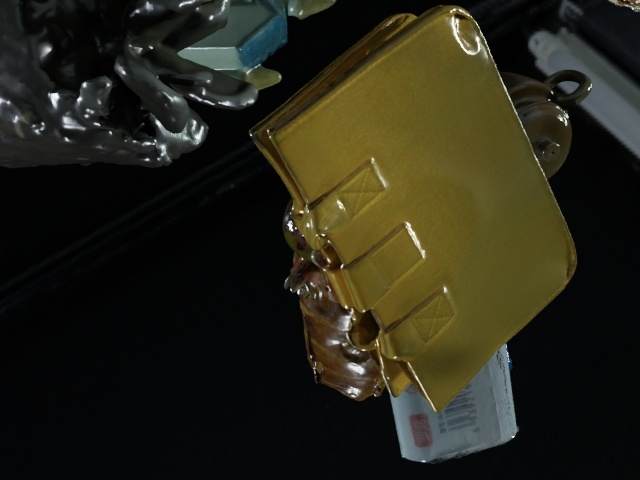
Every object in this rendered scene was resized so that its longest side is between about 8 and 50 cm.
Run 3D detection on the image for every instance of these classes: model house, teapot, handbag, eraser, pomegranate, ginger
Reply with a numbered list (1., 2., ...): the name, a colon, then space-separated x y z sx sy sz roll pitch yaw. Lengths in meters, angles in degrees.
1. model house: -0.135 -0.378 1.569 0.324 0.194 0.267 0 -104 2
2. teapot: 0.332 -0.175 1.523 0.267 0.185 0.175 -45 -145 -1
3. handbag: 0.107 -0.033 1.056 0.283 0.401 0.133 -43 -149 -23
4. eraser: 0.179 0.185 1.314 0.174 0.227 0.081 -14 -159 -5
5. pomegranate: -0.004 -0.005 1.293 0.129 0.129 0.159 37 -107 30
6. ginger: 0.062 0.071 1.592 0.176 0.418 0.254 4 -145 23

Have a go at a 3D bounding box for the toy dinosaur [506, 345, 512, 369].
1. toy dinosaur: 0.271 0.082 1.572 0.075 0.188 0.248 -25 -86 25

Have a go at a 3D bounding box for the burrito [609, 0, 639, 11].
1. burrito: 0.519 -0.514 1.588 0.143 0.105 0.299 6 -127 3

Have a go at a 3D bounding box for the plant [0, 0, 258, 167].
1. plant: -0.198 -0.161 0.808 0.276 0.199 0.189 -2 -96 24
